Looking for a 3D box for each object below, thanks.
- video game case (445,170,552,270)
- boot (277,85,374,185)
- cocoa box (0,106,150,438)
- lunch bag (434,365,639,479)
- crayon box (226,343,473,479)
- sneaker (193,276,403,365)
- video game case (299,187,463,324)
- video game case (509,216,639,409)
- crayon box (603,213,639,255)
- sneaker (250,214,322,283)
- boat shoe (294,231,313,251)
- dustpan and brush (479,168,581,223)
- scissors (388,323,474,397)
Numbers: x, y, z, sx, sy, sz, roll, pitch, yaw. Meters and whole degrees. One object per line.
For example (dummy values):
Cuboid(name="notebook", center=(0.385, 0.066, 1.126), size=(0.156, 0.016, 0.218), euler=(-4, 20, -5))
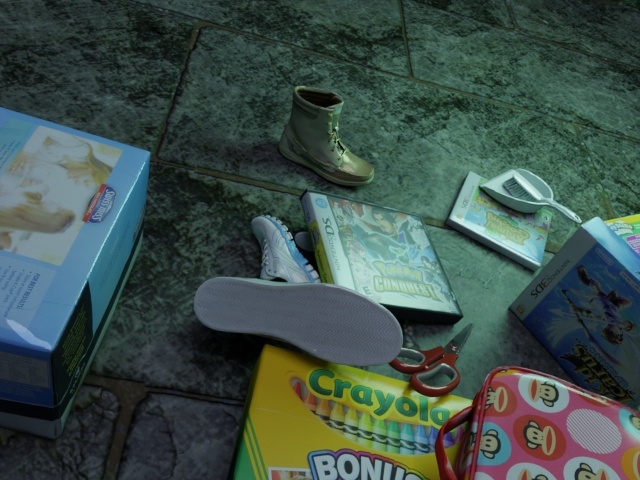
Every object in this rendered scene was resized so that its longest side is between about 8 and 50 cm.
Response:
Cuboid(name="video game case", center=(0.395, -0.048, 1.309), size=(0.212, 0.023, 0.193), euler=(29, 46, 5))
Cuboid(name="boot", center=(0.027, -0.209, 1.210), size=(0.213, 0.165, 0.077), euler=(24, 47, 3))
Cuboid(name="cocoa box", center=(-0.391, 0.034, 0.791), size=(0.231, 0.228, 0.347), euler=(16, 46, -8))
Cuboid(name="lunch bag", center=(0.263, 0.299, 0.729), size=(0.258, 0.120, 0.293), euler=(19, 43, 13))
Cuboid(name="crayon box", center=(0.060, 0.333, 0.783), size=(0.362, 0.106, 0.313), euler=(17, 46, -7))
Cuboid(name="sneaker", center=(-0.023, 0.108, 0.893), size=(0.292, 0.169, 0.108), euler=(13, 87, 6))
Cuboid(name="video game case", center=(0.109, 0.029, 1.084), size=(0.274, 0.035, 0.248), euler=(10, 46, -30))
Cuboid(name="video game case", center=(0.487, 0.139, 1.025), size=(0.061, 0.244, 0.269), euler=(-20, 59, -32))
Cuboid(name="crayon box", center=(0.715, 0.029, 1.323), size=(0.278, 0.081, 0.165), euler=(-10, 54, -28))
Cuboid(name="sneaker", center=(-0.077, 0.035, 1.025), size=(0.083, 0.071, 0.191), euler=(-24, 61, -29))
Cuboid(name="boat shoe", center=(0.000, 0.000, 1.112), size=(0.100, 0.035, 0.035), euler=(7, 21, -10))
Cuboid(name="dustpan and brush", center=(0.477, -0.094, 1.320), size=(0.147, 0.060, 0.211), euler=(-25, 61, -36))
Cuboid(name="scissors", center=(0.214, 0.187, 0.962), size=(0.109, 0.021, 0.297), euler=(31, 22, 36))
